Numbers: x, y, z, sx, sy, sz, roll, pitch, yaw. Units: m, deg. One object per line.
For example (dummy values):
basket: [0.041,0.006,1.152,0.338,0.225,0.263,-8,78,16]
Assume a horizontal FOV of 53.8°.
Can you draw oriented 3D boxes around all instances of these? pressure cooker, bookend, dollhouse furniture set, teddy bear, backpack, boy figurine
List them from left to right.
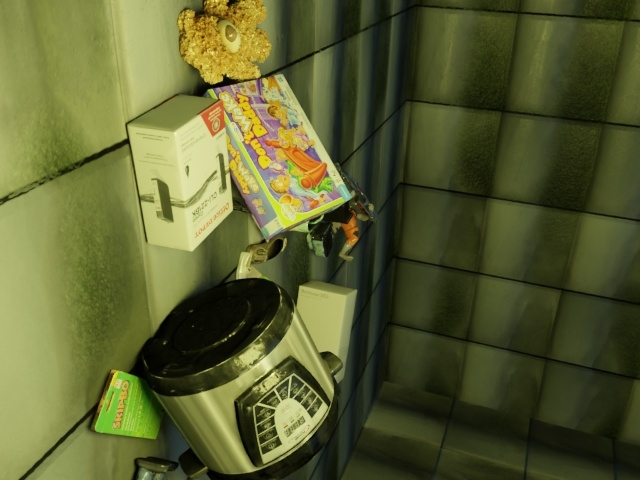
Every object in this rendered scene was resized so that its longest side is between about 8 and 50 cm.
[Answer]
boy figurine: [-0.416,0.644,1.438,0.177,0.092,0.285,59,42,-69]
teddy bear: [-0.190,-0.471,1.436,0.338,0.113,0.245,-24,120,-69]
pressure cooker: [-0.155,0.340,1.450,0.375,0.370,0.420,-70,142,-56]
dollhouse furniture set: [-0.203,0.133,1.901,0.151,0.059,0.076,47,61,-45]
backpack: [0.000,0.000,2.349,0.105,0.084,0.114,-61,150,-44]
bookend: [0.033,-0.152,2.244,0.072,0.156,0.157,-57,152,-49]

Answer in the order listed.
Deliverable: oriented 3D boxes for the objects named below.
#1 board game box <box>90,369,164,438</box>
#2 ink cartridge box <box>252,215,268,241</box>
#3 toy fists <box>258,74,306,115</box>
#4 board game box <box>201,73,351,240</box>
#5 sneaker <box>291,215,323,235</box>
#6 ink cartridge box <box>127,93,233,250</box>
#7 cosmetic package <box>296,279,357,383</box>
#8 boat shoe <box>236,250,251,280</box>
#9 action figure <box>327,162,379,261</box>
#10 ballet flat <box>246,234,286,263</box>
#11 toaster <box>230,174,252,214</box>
board game box: [-0.409,0.360,1.374,0.259,0.039,0.124,62,41,-67]
ink cartridge box: [-0.154,-0.141,1.854,0.232,0.066,0.189,-63,158,-20]
toy fists: [-0.124,-0.322,1.696,0.279,0.096,0.142,32,69,-60]
board game box: [-0.105,-0.200,1.461,0.233,0.078,0.347,-27,87,-42]
sneaker: [-0.047,-0.111,2.029,0.255,0.151,0.094,-64,156,-42]
ink cartridge box: [-0.285,-0.143,1.326,0.197,0.114,0.272,-56,152,-53]
cosmetic package: [0.006,0.351,2.401,0.155,0.197,0.365,-18,116,-69]
boat shoe: [-0.216,0.082,1.807,0.035,0.035,0.100,18,83,-73]
action figure: [0.081,-0.134,2.505,0.341,0.179,0.330,53,37,-31]
ballet flat: [-0.153,0.028,1.934,0.250,0.058,0.084,-21,121,-70]
toaster: [-0.166,-0.131,1.614,0.185,0.168,0.110,54,50,-67]
